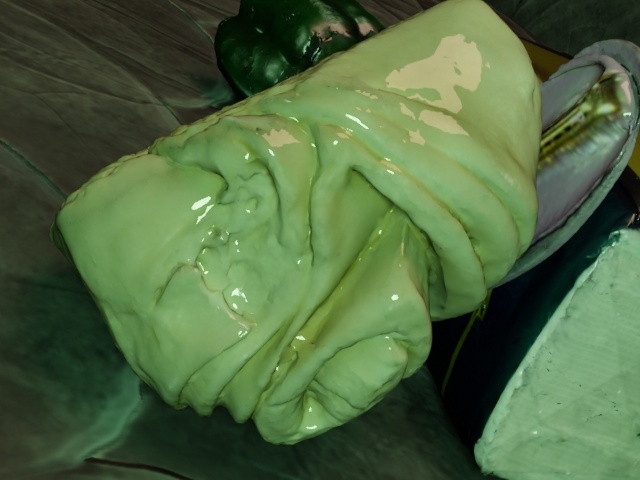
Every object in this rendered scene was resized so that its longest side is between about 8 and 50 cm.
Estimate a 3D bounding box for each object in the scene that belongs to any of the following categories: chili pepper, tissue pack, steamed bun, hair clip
[{"bbox_3d":[0.007,-0.177,1.232,0.261,0.165,0.174,46,16,31],"label":"chili pepper"},{"bbox_3d":[0.214,0.008,0.969,0.264,0.253,0.416,19,23,-22],"label":"tissue pack"},{"bbox_3d":[0.001,0.000,0.717,0.203,0.289,0.276,63,-16,-6],"label":"steamed bun"},{"bbox_3d":[0.106,-0.022,0.825,0.096,0.358,0.110,50,47,-11],"label":"hair clip"}]
